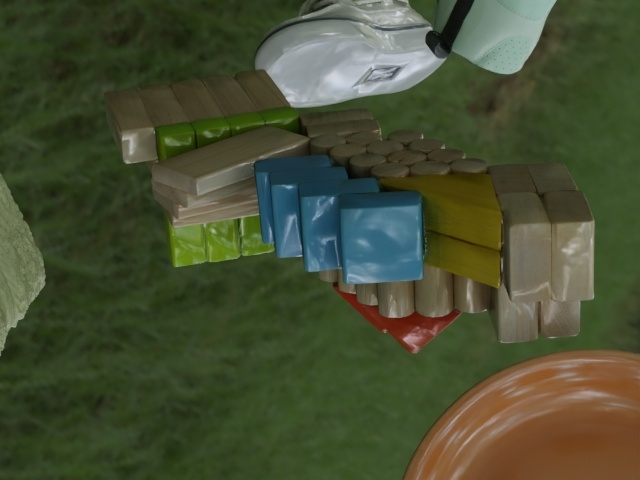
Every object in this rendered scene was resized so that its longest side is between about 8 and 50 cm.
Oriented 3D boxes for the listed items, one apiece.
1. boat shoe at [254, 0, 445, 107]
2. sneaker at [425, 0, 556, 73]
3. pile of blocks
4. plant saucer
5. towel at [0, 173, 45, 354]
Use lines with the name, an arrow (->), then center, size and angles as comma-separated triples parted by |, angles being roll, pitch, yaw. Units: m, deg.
boat shoe -> 0.020, -0.185, 1.419 | 0.267, 0.088, 0.096 | -15, 154, -51
sneaker -> 0.092, -0.224, 1.148 | 0.094, 0.256, 0.151 | 2, 126, -27
pile of blocks -> 0.000, 0.000, 0.881 | 0.149, 0.362, 0.113 | -21, 118, -34
plant saucer -> 0.135, 0.152, 0.771 | 0.200, 0.200, 0.037 | -60, 164, -16
towel -> -0.147, -0.026, 0.559 | 0.110, 0.027, 0.148 | -77, 143, -69
